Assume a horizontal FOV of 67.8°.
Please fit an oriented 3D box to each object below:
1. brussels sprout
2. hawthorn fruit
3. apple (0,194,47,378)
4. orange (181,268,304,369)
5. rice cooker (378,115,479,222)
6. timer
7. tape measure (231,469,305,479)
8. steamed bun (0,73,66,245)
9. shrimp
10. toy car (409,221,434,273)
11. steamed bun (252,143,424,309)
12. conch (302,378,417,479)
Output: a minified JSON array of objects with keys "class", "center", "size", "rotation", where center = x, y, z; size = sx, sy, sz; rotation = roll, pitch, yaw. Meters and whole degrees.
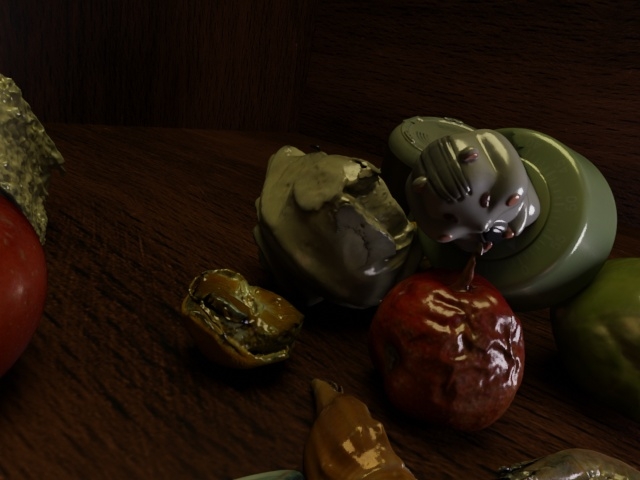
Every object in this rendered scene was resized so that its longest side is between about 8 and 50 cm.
[{"class":"brussels sprout","center":[0.505,0.155,0.720],"size":[0.317,0.242,0.274],"rotation":[35,5,41]},{"class":"hawthorn fruit","center":[0.166,0.110,0.618],"size":[0.208,0.243,0.207],"rotation":[5,26,-3]},{"class":"apple","center":[-0.427,0.055,0.488],"size":[0.261,0.216,0.260],"rotation":[10,20,-4]},{"class":"orange","center":[-0.112,0.116,0.654],"size":[0.170,0.112,0.160],"rotation":[49,24,25]},{"class":"rice cooker","center":[0.307,-0.140,1.319],"size":[0.336,0.325,0.335],"rotation":[7,39,-6]},{"class":"timer","center":[0.239,-0.053,0.685],"size":[0.291,0.290,0.315],"rotation":[27,6,39]},{"class":"tape measure","center":[-0.035,0.270,0.366],"size":[0.179,0.104,0.107],"rotation":[62,14,24]},{"class":"steamed bun","center":[-0.592,-0.113,0.809],"size":[0.274,0.290,0.272],"rotation":[-18,35,-22]},{"class":"shrimp","center":[0.281,0.280,0.495],"size":[0.220,0.046,0.152],"rotation":[5,16,-20]},{"class":"toy car","center":[0.237,0.042,1.014],"size":[0.201,0.142,0.248],"rotation":[-4,22,-35]},{"class":"steamed bun","center":[0.000,0.000,0.868],"size":[0.347,0.237,0.394],"rotation":[35,-8,11]},{"class":"conch","center":[0.019,0.216,0.470],"size":[0.093,0.109,0.330],"rotation":[-28,16,-14]}]
